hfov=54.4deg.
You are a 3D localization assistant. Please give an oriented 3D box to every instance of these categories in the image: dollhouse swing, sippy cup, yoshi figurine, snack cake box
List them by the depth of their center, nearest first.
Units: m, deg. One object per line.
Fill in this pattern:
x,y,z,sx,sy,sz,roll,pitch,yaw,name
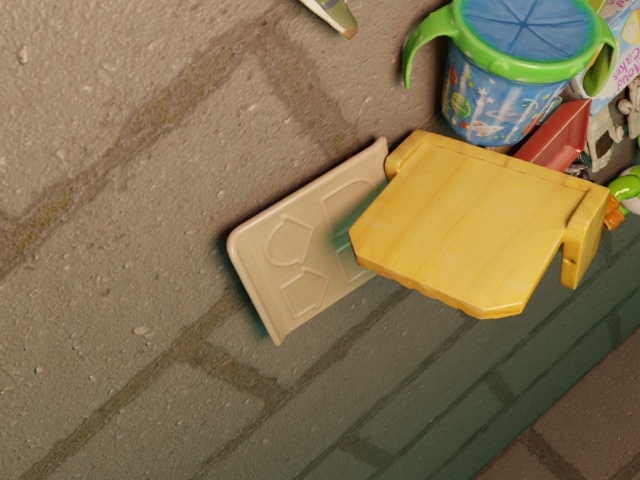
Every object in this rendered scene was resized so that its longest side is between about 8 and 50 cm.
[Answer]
0.306,-0.284,1.036,0.240,0.305,0.224,-51,164,-29,sippy cup
0.259,0.015,1.076,0.305,0.347,0.315,-58,151,-16,dollhouse swing
0.587,-0.398,1.246,0.264,0.089,0.152,-44,124,1,snack cake box
0.875,-0.204,1.673,0.362,0.203,0.203,-36,102,13,yoshi figurine

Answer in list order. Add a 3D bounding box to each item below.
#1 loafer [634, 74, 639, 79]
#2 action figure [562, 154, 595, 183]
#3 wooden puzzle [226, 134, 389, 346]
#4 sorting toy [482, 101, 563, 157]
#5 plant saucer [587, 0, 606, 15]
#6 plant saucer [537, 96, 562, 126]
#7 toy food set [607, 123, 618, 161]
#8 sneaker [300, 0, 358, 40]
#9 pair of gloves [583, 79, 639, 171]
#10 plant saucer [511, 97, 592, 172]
0.666,-0.391,1.367,0.170,0.061,0.062,-2,127,-38,loafer
0.589,-0.118,1.491,0.275,0.141,0.164,-53,137,-64,action figure
0.000,0.000,1.159,0.348,0.080,0.322,-36,141,-15,wooden puzzle
0.408,-0.180,1.354,0.229,0.041,0.307,6,119,-43,sorting toy
0.444,-0.433,1.103,0.241,0.037,0.241,-26,141,-23,plant saucer
0.379,-0.287,1.202,0.192,0.018,0.067,22,111,-23,plant saucer
0.717,-0.240,1.583,0.078,0.019,0.122,-28,139,-18,toy food set
0.006,-0.353,0.840,0.192,0.064,0.086,24,113,-46,sneaker
0.725,-0.298,1.496,0.240,0.042,0.204,-35,132,-13,pair of gloves
0.453,-0.158,1.302,0.258,0.048,0.259,-47,157,2,plant saucer
